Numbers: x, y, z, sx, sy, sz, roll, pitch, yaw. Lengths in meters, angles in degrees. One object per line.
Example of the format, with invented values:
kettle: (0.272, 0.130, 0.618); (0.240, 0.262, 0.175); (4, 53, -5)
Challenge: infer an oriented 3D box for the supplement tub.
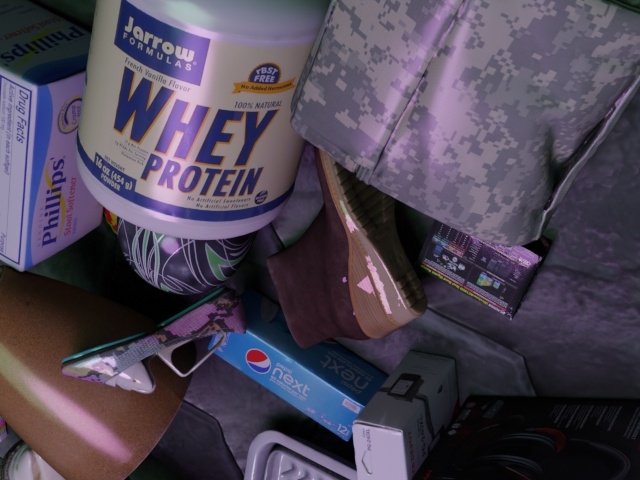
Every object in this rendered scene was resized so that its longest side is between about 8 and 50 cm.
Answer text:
supplement tub: (-0.107, -0.189, 1.109); (0.235, 0.235, 0.325); (28, 127, 15)

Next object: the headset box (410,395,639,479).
headset box: (0.257, 0.266, 1.168); (0.293, 0.218, 0.110); (-3, 115, 34)

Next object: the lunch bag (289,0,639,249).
lunch bag: (0.148, -0.162, 0.986); (0.256, 0.212, 0.305); (36, 130, 9)

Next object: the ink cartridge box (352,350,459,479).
ink cartridge box: (0.100, 0.213, 1.276); (0.063, 0.150, 0.109); (8, 121, 28)

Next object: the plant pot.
plant pot: (-0.326, 0.150, 1.400); (0.254, 0.237, 0.237); (39, 133, -21)

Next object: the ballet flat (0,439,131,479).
ballet flat: (-0.324, 0.369, 1.536); (0.483, 0.164, 0.182); (41, 152, 43)

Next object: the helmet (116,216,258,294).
helmet: (-0.154, -0.019, 1.289); (0.169, 0.161, 0.169); (15, 124, 24)

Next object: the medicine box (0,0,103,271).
medicine box: (-0.408, -0.155, 1.366); (0.289, 0.149, 0.263); (29, 128, 18)

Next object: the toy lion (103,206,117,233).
toy lion: (-0.232, -0.026, 1.422); (0.100, 0.034, 0.096); (52, 137, -3)

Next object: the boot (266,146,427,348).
boot: (0.000, 0.000, 1.257); (0.207, 0.090, 0.248); (-17, 96, 47)

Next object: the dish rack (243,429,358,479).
dish rack: (0.035, 0.407, 1.415); (0.333, 0.072, 0.285); (19, 108, 37)

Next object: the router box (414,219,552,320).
router box: (0.171, 0.015, 1.190); (0.122, 0.038, 0.092); (31, 128, 14)

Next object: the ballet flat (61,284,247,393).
ballet flat: (-0.185, 0.127, 1.296); (0.079, 0.221, 0.077); (65, 167, 2)

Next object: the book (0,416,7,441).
book: (-0.546, 0.244, 1.776); (0.096, 0.035, 0.144); (13, 121, 21)

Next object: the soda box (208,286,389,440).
soda box: (-0.028, 0.148, 1.370); (0.210, 0.071, 0.067); (33, 128, 12)
